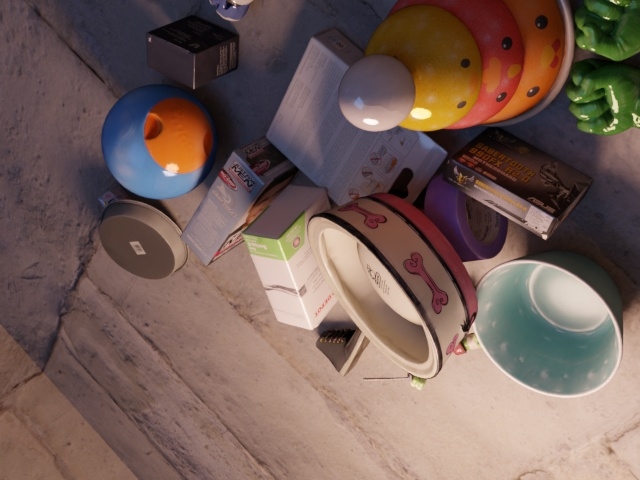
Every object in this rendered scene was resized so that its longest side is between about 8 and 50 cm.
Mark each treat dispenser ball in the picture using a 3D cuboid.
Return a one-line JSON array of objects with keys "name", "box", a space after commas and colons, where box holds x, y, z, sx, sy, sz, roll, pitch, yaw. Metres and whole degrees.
[{"name": "treat dispenser ball", "box": [-0.403, -0.247, 2.058, 0.288, 0.288, 0.288, 21, 128, 29]}]

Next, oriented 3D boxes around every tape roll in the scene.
[{"name": "tape roll", "box": [0.297, -0.051, 1.660, 0.080, 0.189, 0.189, -11, 109, 43]}]

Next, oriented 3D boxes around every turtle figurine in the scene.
[{"name": "turtle figurine", "box": [0.231, 0.224, 1.866, 0.266, 0.198, 0.274, -28, 128, 33]}]

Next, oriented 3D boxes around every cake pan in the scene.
[{"name": "cake pan", "box": [-0.535, 0.007, 2.443, 0.293, 0.054, 0.293, 13, 135, 14]}]

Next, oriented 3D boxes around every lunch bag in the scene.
[{"name": "lunch bag", "box": [-0.619, -0.118, 2.475, 0.071, 0.083, 0.053, 50, 137, 4]}]

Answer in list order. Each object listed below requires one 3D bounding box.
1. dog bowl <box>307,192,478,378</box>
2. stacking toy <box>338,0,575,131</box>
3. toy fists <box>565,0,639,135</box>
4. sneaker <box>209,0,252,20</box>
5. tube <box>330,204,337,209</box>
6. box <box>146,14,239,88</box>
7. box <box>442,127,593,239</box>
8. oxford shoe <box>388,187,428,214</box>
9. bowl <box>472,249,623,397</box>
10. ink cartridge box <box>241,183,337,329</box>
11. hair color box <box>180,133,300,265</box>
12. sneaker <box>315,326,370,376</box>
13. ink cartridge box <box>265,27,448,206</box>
[{"name": "dog bowl", "box": [0.154, 0.079, 1.687, 0.408, 0.150, 0.408, 48, 163, 20]}, {"name": "stacking toy", "box": [0.188, -0.290, 1.386, 0.350, 0.480, 0.351, 22, 129, 29]}, {"name": "toy fists", "box": [0.490, -0.306, 1.372, 0.142, 0.096, 0.279, 7, 124, 16]}, {"name": "sneaker", "box": [-0.198, -0.650, 1.758, 0.182, 0.127, 0.316, -16, 112, 41]}, {"name": "tube", "box": [0.000, 0.000, 2.022, 0.080, 0.052, 0.207, 42, 139, 16]}, {"name": "box", "box": [-0.302, -0.448, 1.937, 0.156, 0.158, 0.093, 28, 132, 25]}, {"name": "box", "box": [0.376, -0.116, 1.556, 0.231, 0.183, 0.056, 34, 135, 20]}, {"name": "oxford shoe", "box": [0.207, -0.069, 1.817, 0.212, 0.076, 0.076, 5, 127, 51]}, {"name": "bowl", "box": [0.478, 0.141, 1.649, 0.311, 0.163, 0.312, 22, 130, 29]}, {"name": "ink cartridge box", "box": [-0.046, 0.039, 1.903, 0.114, 0.198, 0.273, 10, 132, 35]}, {"name": "hair color box", "box": [-0.193, -0.106, 2.044, 0.113, 0.185, 0.374, 47, 137, 7]}, {"name": "sneaker", "box": [0.057, 0.260, 2.142, 0.118, 0.083, 0.222, 40, 136, 14]}, {"name": "ink cartridge box", "box": [0.083, -0.227, 1.803, 0.385, 0.091, 0.308, 42, 135, 11]}]
